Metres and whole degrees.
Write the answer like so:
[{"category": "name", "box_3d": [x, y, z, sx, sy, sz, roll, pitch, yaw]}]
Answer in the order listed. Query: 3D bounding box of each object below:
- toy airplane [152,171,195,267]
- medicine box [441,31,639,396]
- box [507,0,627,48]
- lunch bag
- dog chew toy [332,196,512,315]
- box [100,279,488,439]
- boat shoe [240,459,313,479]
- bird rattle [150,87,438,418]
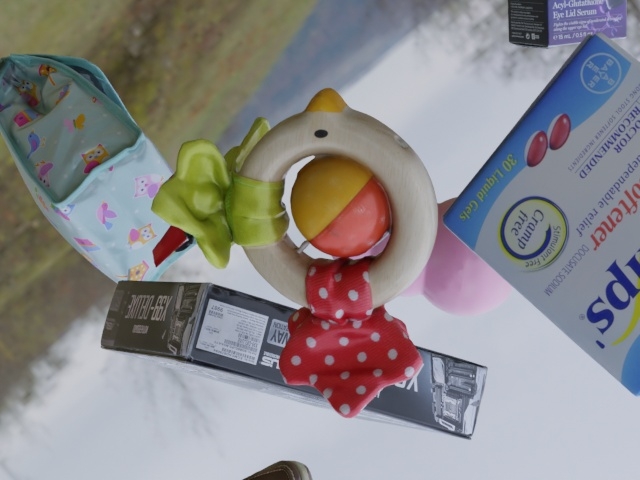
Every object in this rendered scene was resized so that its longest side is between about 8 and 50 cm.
[{"category": "toy airplane", "box_3d": [-0.141, -0.044, 1.702, 0.151, 0.028, 0.151, -40, -149, 31]}, {"category": "medicine box", "box_3d": [0.328, -0.024, 1.659, 0.263, 0.289, 0.149, -51, 160, 12]}, {"category": "box", "box_3d": [0.371, -0.403, 2.375, 0.153, 0.207, 0.108, -11, -165, -26]}, {"category": "lunch bag", "box_3d": [-0.280, -0.094, 1.884, 0.160, 0.262, 0.223, -40, 141, -8]}, {"category": "dog chew toy", "box_3d": [0.169, 0.011, 2.672, 0.206, 0.331, 0.207, 10, 90, -84]}, {"category": "box", "box_3d": [-0.031, 0.113, 1.530, 0.242, 0.307, 0.077, -2, -108, 63]}, {"category": "boat shoe", "box_3d": [-0.117, 0.350, 1.908, 0.095, 0.095, 0.257, 15, 132, -44]}, {"category": "bird rattle", "box_3d": [0.000, 0.000, 1.231, 0.207, 0.253, 0.143, -46, 170, 29]}]
